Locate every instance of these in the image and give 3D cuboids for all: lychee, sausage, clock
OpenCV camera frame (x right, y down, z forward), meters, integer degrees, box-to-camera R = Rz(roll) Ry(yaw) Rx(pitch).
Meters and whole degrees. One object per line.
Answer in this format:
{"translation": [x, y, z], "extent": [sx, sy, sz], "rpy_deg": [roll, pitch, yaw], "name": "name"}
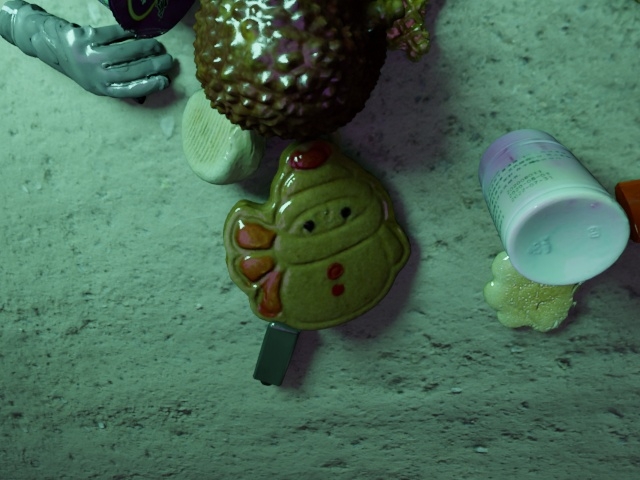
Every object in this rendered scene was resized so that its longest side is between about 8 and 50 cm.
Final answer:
{"translation": [-0.036, -0.276, 0.589], "extent": [0.304, 0.276, 0.276], "rpy_deg": [-7, 122, 25], "name": "lychee"}
{"translation": [0.030, -0.163, 0.800], "extent": [0.026, 0.026, 0.116], "rpy_deg": [-5, 122, 12], "name": "sausage"}
{"translation": [0.602, -0.054, 0.731], "extent": [0.155, 0.113, 0.061], "rpy_deg": [-9, 151, 16], "name": "clock"}

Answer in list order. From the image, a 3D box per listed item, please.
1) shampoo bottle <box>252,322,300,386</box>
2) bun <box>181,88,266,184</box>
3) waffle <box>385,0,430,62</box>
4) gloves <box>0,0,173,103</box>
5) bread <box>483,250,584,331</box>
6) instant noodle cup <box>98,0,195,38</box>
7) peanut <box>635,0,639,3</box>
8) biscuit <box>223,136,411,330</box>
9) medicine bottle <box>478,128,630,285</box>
{"translation": [-0.109, 0.275, 1.075], "extent": [0.079, 0.080, 0.246], "rpy_deg": [18, 124, -1], "name": "shampoo bottle"}
{"translation": [-0.160, -0.186, 0.763], "extent": [0.173, 0.113, 0.167], "rpy_deg": [-17, 89, 40], "name": "bun"}
{"translation": [0.153, -0.370, 0.630], "extent": [0.149, 0.051, 0.194], "rpy_deg": [23, 123, -4], "name": "waffle"}
{"translation": [-0.395, -0.316, 0.737], "extent": [0.285, 0.119, 0.142], "rpy_deg": [13, 155, -3], "name": "gloves"}
{"translation": [0.439, 0.094, 0.890], "extent": [0.181, 0.039, 0.251], "rpy_deg": [8, 124, 4], "name": "bread"}
{"translation": [-0.274, -0.432, 0.560], "extent": [0.190, 0.251, 0.251], "rpy_deg": [31, 123, -1], "name": "instant noodle cup"}
{"translation": [0.411, -0.402, 0.502], "extent": [0.340, 0.158, 0.174], "rpy_deg": [43, 158, -22], "name": "peanut"}
{"translation": [0.000, 0.000, 0.809], "extent": [0.359, 0.074, 0.381], "rpy_deg": [-19, 119, -14], "name": "biscuit"}
{"translation": [0.343, -0.065, 0.672], "extent": [0.152, 0.254, 0.152], "rpy_deg": [5, 123, 7], "name": "medicine bottle"}
